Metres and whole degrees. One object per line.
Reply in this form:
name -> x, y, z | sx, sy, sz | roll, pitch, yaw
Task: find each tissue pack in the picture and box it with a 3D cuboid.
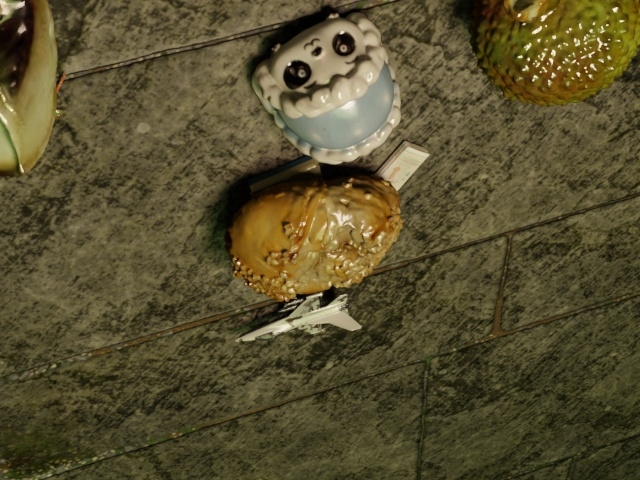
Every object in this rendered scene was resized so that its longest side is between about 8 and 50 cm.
tissue pack -> 0.133, -0.123, 2.261 | 0.056, 0.023, 0.108 | 17, 126, -40

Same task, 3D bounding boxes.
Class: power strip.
power strip -> -0.058, -0.096, 2.180 | 0.123, 0.032, 0.056 | -22, 141, -3

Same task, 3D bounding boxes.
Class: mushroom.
mushroom -> -0.475, -0.250, 1.700 | 0.217, 0.212, 0.292 | 11, 148, 18

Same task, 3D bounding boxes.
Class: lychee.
lychee -> 0.348, -0.330, 1.948 | 0.270, 0.270, 0.320 | -21, 177, -5

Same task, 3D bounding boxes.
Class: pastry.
pastry -> 0.000, 0.000, 2.184 | 0.310, 0.162, 0.255 | -7, 157, -28

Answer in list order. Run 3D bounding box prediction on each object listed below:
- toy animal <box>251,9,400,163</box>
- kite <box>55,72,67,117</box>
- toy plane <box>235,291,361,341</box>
toy animal -> 0.020, -0.224, 1.974 | 0.208, 0.156, 0.204 | -29, 146, -1
kite -> -0.446, -0.204, 1.857 | 0.198, 0.006, 0.244 | 4, 134, -32
toy plane -> -0.044, 0.140, 2.444 | 0.234, 0.082, 0.160 | -6, 151, -1
